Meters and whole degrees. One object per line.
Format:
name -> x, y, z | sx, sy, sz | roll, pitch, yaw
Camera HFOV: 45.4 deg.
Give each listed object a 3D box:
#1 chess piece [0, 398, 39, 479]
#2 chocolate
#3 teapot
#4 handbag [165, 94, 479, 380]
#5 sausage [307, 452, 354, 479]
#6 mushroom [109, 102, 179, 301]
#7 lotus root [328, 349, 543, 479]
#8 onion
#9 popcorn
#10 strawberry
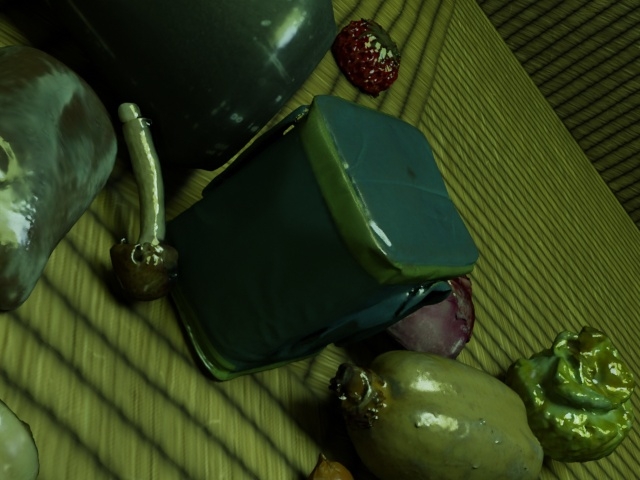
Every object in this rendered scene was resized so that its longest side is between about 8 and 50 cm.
chess piece -> -0.271, 0.220, 0.309 | 0.117, 0.117, 0.397 | 49, 32, -16
chocolate -> -0.250, -0.075, 0.643 | 0.157, 0.080, 0.254 | 45, 32, -22
teapot -> -0.176, -0.265, 0.802 | 0.344, 0.253, 0.300 | 43, -1, -16
handbag -> 0.000, 0.000, 0.792 | 0.263, 0.241, 0.222 | -3, 65, -59
sausage -> 0.026, 0.297, 0.742 | 0.062, 0.054, 0.183 | -7, 69, -35
mushroom -> -0.170, -0.035, 0.717 | 0.060, 0.061, 0.187 | 13, 67, -59
lotus root -> 0.127, 0.215, 0.878 | 0.343, 0.151, 0.169 | 25, 37, -38
onion -> 0.134, 0.062, 1.028 | 0.283, 0.120, 0.227 | 38, 17, -51
popcorn -> 0.400, 0.252, 1.225 | 0.204, 0.183, 0.221 | 50, 42, 10
strawberry -> 0.091, -0.338, 1.396 | 0.145, 0.086, 0.145 | 36, 35, -31
